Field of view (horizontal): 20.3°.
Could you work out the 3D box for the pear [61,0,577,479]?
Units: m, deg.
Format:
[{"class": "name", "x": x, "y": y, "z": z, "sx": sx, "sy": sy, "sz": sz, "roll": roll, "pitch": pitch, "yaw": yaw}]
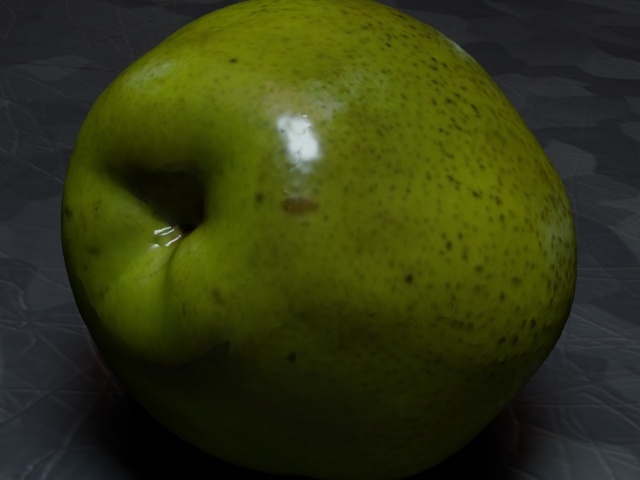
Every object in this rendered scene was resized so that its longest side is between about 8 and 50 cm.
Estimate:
[{"class": "pear", "x": 0.000, "y": 0.000, "z": 0.992, "sx": 0.294, "sy": 0.294, "sz": 0.294, "roll": 4, "pitch": 24, "yaw": -2}]
